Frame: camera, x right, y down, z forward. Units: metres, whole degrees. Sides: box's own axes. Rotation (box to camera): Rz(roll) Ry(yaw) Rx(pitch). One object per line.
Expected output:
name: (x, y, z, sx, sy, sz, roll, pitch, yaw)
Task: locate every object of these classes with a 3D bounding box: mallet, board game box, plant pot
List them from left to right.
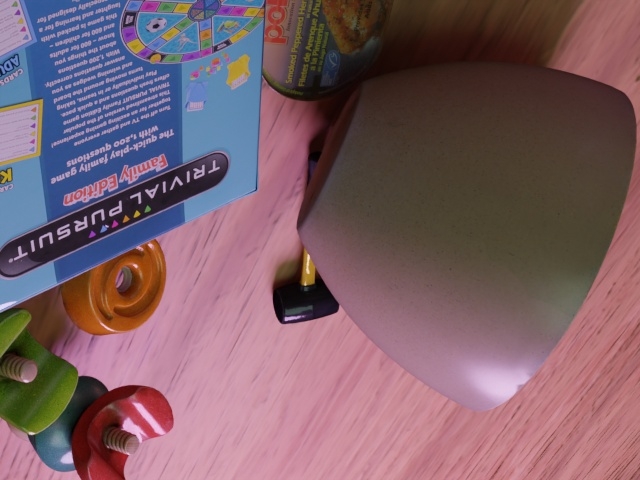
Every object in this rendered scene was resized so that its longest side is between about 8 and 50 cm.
board game box: (-0.155, -0.132, 0.657, 0.254, 0.079, 0.336, -27, 142, -32)
mallet: (0.000, 0.000, 0.956, 0.062, 0.039, 0.189, -4, 128, -24)
plant pot: (0.093, -0.031, 0.830, 0.191, 0.284, 0.284, 24, 121, -8)

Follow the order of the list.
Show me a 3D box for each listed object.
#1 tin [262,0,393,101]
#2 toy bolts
tin: (0.003, -0.192, 0.769, 0.106, 0.040, 0.189, -8, 134, -25)
toy bolts: (-0.235, 0.097, 0.894, 0.218, 0.158, 0.228, -54, 137, -33)
